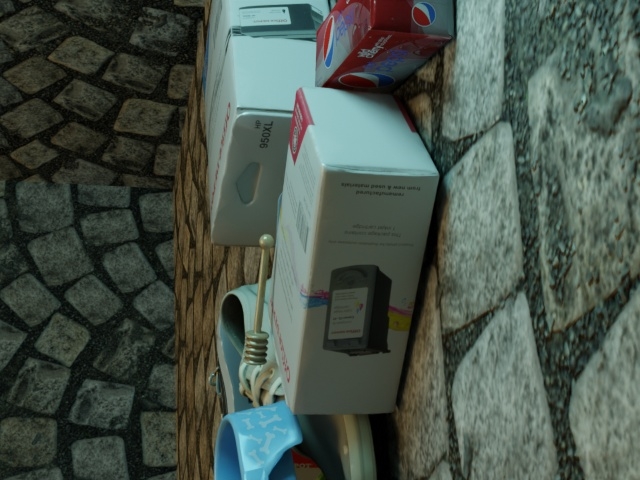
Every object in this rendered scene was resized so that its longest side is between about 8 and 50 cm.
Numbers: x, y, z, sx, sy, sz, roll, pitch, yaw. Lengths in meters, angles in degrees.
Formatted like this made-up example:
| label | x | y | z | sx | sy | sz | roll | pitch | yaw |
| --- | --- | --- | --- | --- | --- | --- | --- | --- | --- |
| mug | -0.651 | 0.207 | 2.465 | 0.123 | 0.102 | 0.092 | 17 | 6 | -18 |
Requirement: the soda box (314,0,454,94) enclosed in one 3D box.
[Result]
| label | x | y | z | sx | sy | sz | roll | pitch | yaw |
| --- | --- | --- | --- | --- | --- | --- | --- | --- | --- |
| soda box | 0.062 | -0.228 | 1.208 | 0.263 | 0.092 | 0.084 | 151 | 122 | -75 |

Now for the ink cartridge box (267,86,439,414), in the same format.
| label | x | y | z | sx | sy | sz | roll | pitch | yaw |
| --- | --- | --- | --- | --- | --- | --- | --- | --- | --- |
| ink cartridge box | 0.026 | 0.009 | 1.235 | 0.226 | 0.131 | 0.306 | -107 | 21 | -59 |

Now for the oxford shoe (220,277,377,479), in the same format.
| label | x | y | z | sx | sy | sz | roll | pitch | yaw |
| --- | --- | --- | --- | --- | --- | --- | --- | --- | --- |
| oxford shoe | -0.033 | 0.191 | 1.398 | 0.449 | 0.130 | 0.169 | -123 | 29 | -56 |

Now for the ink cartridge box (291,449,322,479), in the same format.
| label | x | y | z | sx | sy | sz | roll | pitch | yaw |
| --- | --- | --- | --- | --- | --- | --- | --- | --- | --- |
| ink cartridge box | -0.057 | 0.336 | 1.538 | 0.078 | 0.134 | 0.231 | -117 | 33 | -66 |

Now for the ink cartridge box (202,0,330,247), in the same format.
| label | x | y | z | sx | sy | sz | roll | pitch | yaw |
| --- | --- | --- | --- | --- | --- | --- | --- | --- | --- |
| ink cartridge box | -0.082 | -0.222 | 1.675 | 0.286 | 0.166 | 0.395 | 106 | 162 | -47 |

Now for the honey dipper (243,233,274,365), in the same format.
| label | x | y | z | sx | sy | sz | roll | pitch | yaw |
| --- | --- | --- | --- | --- | --- | --- | --- | --- | --- |
| honey dipper | -0.072 | 0.071 | 1.325 | 0.030 | 0.030 | 0.161 | -135 | 50 | -73 |

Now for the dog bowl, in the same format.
| label | x | y | z | sx | sy | sz | roll | pitch | yaw |
| --- | --- | --- | --- | --- | --- | --- | --- | --- | --- |
| dog bowl | -0.063 | 0.317 | 1.220 | 0.166 | 0.074 | 0.297 | 110 | 155 | -43 |

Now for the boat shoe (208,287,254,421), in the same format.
| label | x | y | z | sx | sy | sz | roll | pitch | yaw |
| --- | --- | --- | --- | --- | --- | --- | --- | --- | --- |
| boat shoe | -0.140 | 0.242 | 1.970 | 0.105 | 0.113 | 0.307 | -33 | 63 | 57 |

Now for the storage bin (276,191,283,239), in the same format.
| label | x | y | z | sx | sy | sz | roll | pitch | yaw |
| --- | --- | --- | --- | --- | --- | --- | --- | --- | --- |
| storage bin | 0.000 | 0.000 | 1.477 | 0.091 | 0.098 | 0.135 | 18 | -107 | -75 |

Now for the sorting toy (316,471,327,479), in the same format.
| label | x | y | z | sx | sy | sz | roll | pitch | yaw |
| --- | --- | --- | --- | --- | --- | --- | --- | --- | --- |
| sorting toy | 0.017 | 0.347 | 1.421 | 0.042 | 0.061 | 0.102 | 40 | -128 | -62 |
